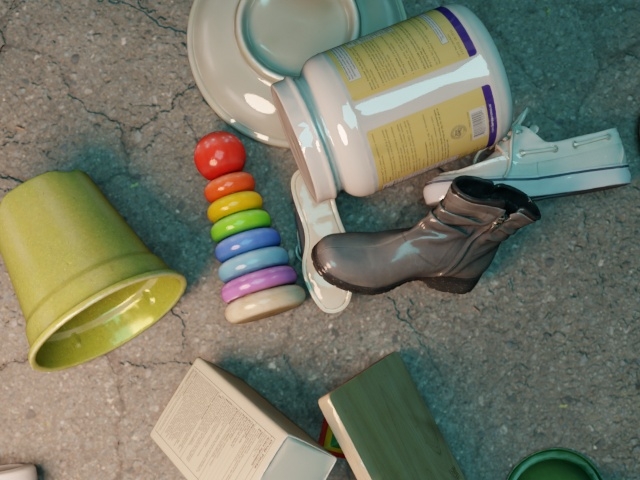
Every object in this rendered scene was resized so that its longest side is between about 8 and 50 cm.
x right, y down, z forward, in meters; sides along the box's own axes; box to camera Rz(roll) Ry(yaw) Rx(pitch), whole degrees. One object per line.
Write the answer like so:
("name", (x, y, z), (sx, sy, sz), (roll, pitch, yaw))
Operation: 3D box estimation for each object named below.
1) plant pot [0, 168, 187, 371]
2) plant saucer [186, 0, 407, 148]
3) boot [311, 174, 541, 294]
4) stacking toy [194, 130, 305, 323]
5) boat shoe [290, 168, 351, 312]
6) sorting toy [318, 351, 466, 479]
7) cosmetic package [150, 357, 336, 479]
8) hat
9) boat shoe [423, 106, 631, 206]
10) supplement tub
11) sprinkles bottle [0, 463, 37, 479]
("plant pot", (-0.399, 0.032, 1.423), (0.276, 0.276, 0.254), (-33, 75, -4))
("plant saucer", (-0.039, -0.365, 1.527), (0.400, 0.100, 0.401), (0, 85, -2))
("boot", (0.166, -0.021, 1.394), (0.338, 0.223, 0.118), (0, 52, -30))
("stacking toy", (-0.134, -0.032, 1.485), (0.141, 0.141, 0.330), (-16, 81, -3))
("boat shoe", (0.000, 0.000, 1.506), (0.095, 0.079, 0.255), (-17, 83, -1))
("sorting toy", (0.098, 0.340, 1.400), (0.089, 0.255, 0.257), (-31, 83, 29))
("cosmetic package", (-0.130, 0.320, 1.361), (0.113, 0.309, 0.160), (34, 86, -36))
("hat", (0.419, 0.437, 1.425), (0.208, 0.183, 0.173), (-19, 85, -3))
("boat shoe", (0.349, -0.148, 1.499), (0.366, 0.136, 0.157), (-8, 86, -5))
("supplement tub", (0.110, -0.213, 1.394), (0.331, 0.241, 0.241), (-22, 86, -4))
("sprinkles bottle", (-0.513, 0.553, 1.428), (0.121, 0.121, 0.356), (-6, 86, -2))
